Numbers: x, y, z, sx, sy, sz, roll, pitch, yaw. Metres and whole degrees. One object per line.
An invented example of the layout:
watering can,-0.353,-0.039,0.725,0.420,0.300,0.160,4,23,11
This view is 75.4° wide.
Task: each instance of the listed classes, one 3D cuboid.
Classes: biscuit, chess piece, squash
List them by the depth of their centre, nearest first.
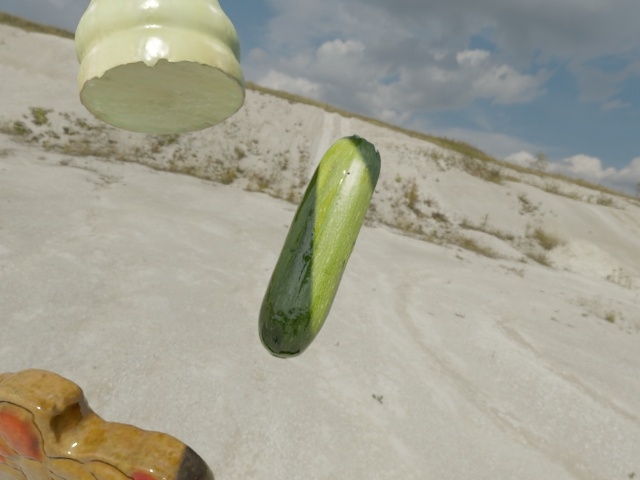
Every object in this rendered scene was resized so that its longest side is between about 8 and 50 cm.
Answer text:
squash,0.000,0.000,0.411,0.069,0.238,0.069,21,-10,4
biscuit,-0.285,0.305,0.516,0.381,0.359,0.074,-25,21,35
chess piece,-0.244,-0.406,0.614,0.234,0.441,0.234,-7,-6,-1
